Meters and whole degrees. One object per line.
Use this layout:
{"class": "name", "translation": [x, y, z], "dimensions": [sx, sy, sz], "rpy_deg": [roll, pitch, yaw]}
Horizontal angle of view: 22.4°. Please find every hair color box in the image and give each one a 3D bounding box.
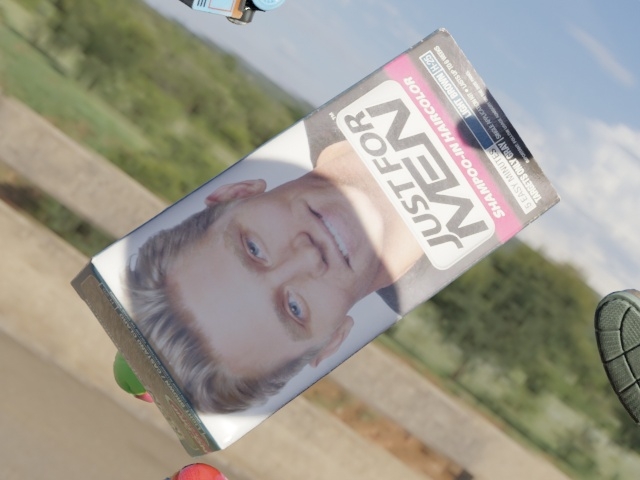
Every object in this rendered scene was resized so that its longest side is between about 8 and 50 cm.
{"class": "hair color box", "translation": [0.000, 0.000, 1.263], "dimensions": [0.174, 0.347, 0.105], "rpy_deg": [55, -20, -1]}

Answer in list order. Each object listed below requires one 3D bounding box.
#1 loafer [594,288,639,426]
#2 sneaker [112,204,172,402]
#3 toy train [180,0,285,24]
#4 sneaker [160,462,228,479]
{"class": "loafer", "translation": [0.376, 0.165, 1.664], "dimensions": [0.084, 0.096, 0.268], "rpy_deg": [-21, 77, -45]}
{"class": "sneaker", "translation": [-0.110, 0.062, 1.687], "dimensions": [0.185, 0.202, 0.483], "rpy_deg": [21, 1, -9]}
{"class": "toy train", "translation": [-0.069, -0.284, 1.444], "dimensions": [0.105, 0.184, 0.080], "rpy_deg": [4, 22, -38]}
{"class": "sneaker", "translation": [0.023, 0.206, 0.808], "dimensions": [0.279, 0.118, 0.107], "rpy_deg": [46, 6, 26]}
